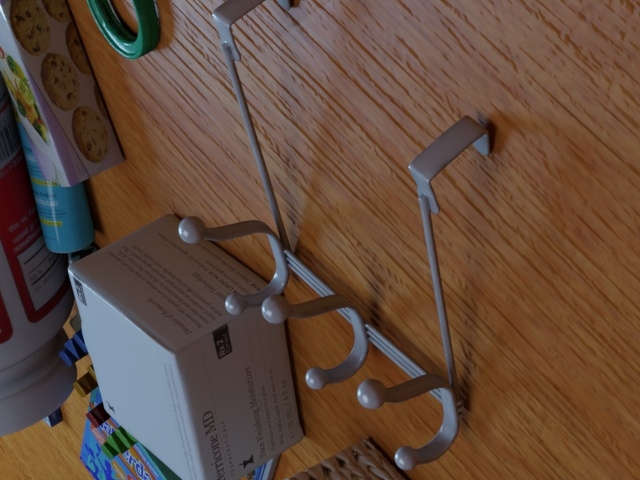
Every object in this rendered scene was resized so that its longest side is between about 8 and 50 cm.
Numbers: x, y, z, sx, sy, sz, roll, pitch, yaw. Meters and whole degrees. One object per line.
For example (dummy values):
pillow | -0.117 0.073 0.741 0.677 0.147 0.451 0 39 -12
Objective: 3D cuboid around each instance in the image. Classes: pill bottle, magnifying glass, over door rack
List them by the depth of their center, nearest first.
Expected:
over door rack | 0.000 0.000 1.269 0.239 0.108 0.324 40 147 34
magnifying glass | -0.184 -0.259 1.433 0.092 0.026 0.231 25 139 50
pill bottle | -0.393 -0.001 1.822 0.229 0.229 0.408 27 138 48

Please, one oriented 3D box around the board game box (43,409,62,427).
board game box | -0.367 0.180 2.193 0.090 0.020 0.090 32 143 43

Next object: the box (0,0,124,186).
box | -0.272 -0.206 1.589 0.063 0.067 0.324 15 128 54

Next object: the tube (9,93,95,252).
tube | -0.271 -0.089 1.730 0.080 0.052 0.207 10 123 31

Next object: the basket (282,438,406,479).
basket | 0.044 0.268 1.463 0.167 0.103 0.113 47 151 27

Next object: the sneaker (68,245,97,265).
sneaker | -0.241 0.052 1.821 0.098 0.038 0.069 58 153 6

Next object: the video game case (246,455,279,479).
video game case | -0.086 0.189 1.715 0.122 0.011 0.087 50 151 21

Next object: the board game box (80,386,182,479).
board game box | -0.204 0.253 1.947 0.160 0.047 0.210 51 151 19

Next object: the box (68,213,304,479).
box | -0.122 0.103 1.572 0.182 0.119 0.181 34 144 42

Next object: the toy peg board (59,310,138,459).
toy peg board | -0.209 0.143 1.759 0.161 0.079 0.161 51 153 0
